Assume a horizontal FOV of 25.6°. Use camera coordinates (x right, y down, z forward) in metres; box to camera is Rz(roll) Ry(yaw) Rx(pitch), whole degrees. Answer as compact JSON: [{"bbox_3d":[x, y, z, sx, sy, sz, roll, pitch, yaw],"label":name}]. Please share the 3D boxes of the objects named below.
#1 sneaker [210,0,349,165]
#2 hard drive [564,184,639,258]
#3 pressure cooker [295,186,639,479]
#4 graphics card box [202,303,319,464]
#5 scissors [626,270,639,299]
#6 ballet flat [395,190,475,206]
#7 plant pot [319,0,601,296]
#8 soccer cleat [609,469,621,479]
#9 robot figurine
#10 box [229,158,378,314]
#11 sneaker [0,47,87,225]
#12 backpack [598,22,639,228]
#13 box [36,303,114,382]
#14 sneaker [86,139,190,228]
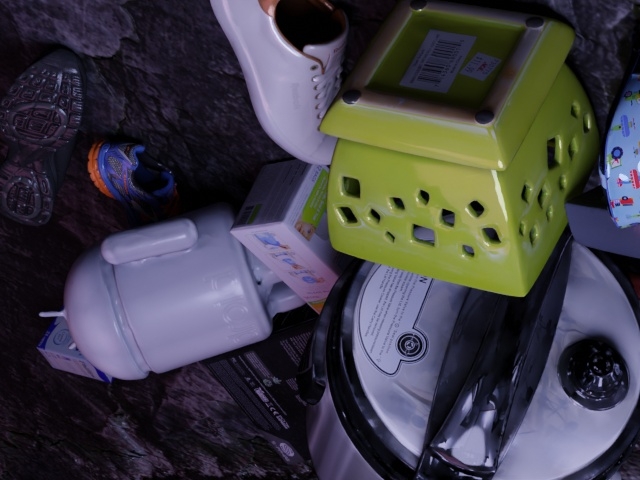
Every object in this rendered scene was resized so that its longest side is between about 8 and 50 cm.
[{"bbox_3d":[-0.012,-0.182,1.523,0.123,0.106,0.290,9,147,36],"label":"sneaker"},{"bbox_3d":[0.388,-0.014,1.401,0.255,0.172,0.054,9,106,28],"label":"hard drive"},{"bbox_3d":[0.178,0.155,1.591,0.420,0.376,0.369,104,145,-65],"label":"pressure cooker"},{"bbox_3d":[0.031,0.187,2.023,0.371,0.094,0.232,-23,114,40],"label":"graphics card box"},{"bbox_3d":[0.332,0.047,1.707,0.297,0.021,0.109,15,152,20],"label":"scissors"},{"bbox_3d":[0.144,-0.052,1.667,0.074,0.074,0.203,31,147,-7],"label":"ballet flat"},{"bbox_3d":[0.135,-0.108,1.403,0.227,0.228,0.207,14,145,25],"label":"plant pot"},{"bbox_3d":[0.373,0.317,2.075,0.143,0.116,0.331,0,147,10],"label":"soccer cleat"},{"bbox_3d":[-0.199,0.070,1.927,0.354,0.199,0.300,-18,139,2],"label":"robot figurine"},{"bbox_3d":[0.000,0.000,1.822,0.103,0.114,0.203,-7,138,45],"label":"box"},{"bbox_3d":[-0.374,-0.156,1.902,0.109,0.130,0.286,23,131,-7],"label":"sneaker"},{"bbox_3d":[0.326,-0.095,1.298,0.117,0.173,0.158,12,149,27],"label":"backpack"},{"bbox_3d":[-0.404,0.170,2.475,0.137,0.126,0.072,11,147,29],"label":"box"},{"bbox_3d":[-0.233,-0.059,1.975,0.087,0.083,0.221,-8,141,36],"label":"sneaker"}]
